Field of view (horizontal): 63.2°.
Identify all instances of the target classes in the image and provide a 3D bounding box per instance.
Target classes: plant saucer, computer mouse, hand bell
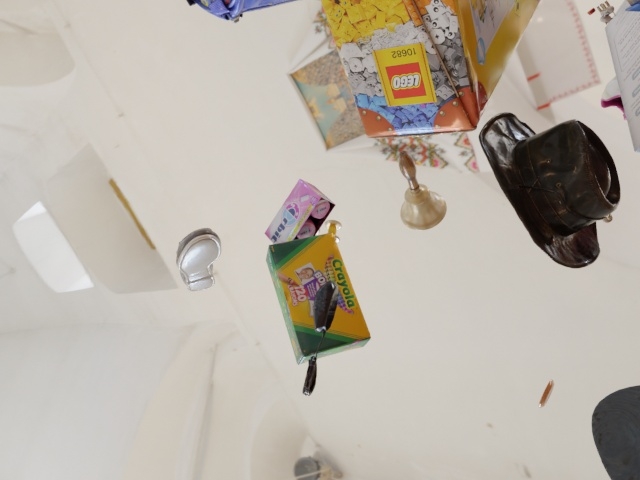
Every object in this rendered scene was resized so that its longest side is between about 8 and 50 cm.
[{"bbox_3d":[0.615,0.417,1.411,0.083,0.013,0.083,-33,-45,-41],"label":"plant saucer"},{"bbox_3d":[-0.009,0.200,1.080,0.071,0.041,0.242,40,-117,-72],"label":"computer mouse"},{"bbox_3d":[0.232,-0.139,1.298,0.242,0.126,0.126,54,-132,-52],"label":"hand bell"}]

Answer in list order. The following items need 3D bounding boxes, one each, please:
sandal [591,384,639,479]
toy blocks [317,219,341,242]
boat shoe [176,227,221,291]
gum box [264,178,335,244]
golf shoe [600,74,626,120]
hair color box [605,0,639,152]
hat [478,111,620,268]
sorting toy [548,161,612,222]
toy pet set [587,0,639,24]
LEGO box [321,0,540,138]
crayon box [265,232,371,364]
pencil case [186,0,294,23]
[{"bbox_3d":[0.438,0.298,0.476,0.107,0.445,0.167,32,-75,-37],"label":"sandal"},{"bbox_3d":[0.000,0.000,1.516,0.123,0.054,0.148,24,-124,-25],"label":"toy blocks"},{"bbox_3d":[-0.323,0.034,1.345,0.112,0.335,0.095,-14,-111,-20],"label":"boat shoe"},{"bbox_3d":[-0.058,-0.050,1.352,0.062,0.107,0.188,21,-73,-45],"label":"gum box"},{"bbox_3d":[0.894,-0.341,1.378,0.140,0.306,0.115,-45,-28,-1],"label":"golf shoe"},{"bbox_3d":[0.708,-0.371,1.050,0.114,0.185,0.374,8,-119,-2],"label":"hair color box"},{"bbox_3d":[0.445,-0.123,0.938,0.331,0.134,0.331,18,-126,-27],"label":"hat"},{"bbox_3d":[0.708,-0.202,1.484,0.229,0.041,0.307,23,-143,-36],"label":"sorting toy"},{"bbox_3d":[0.591,-0.457,0.974,0.122,0.114,0.065,-42,-83,6],"label":"toy pet set"},{"bbox_3d":[0.202,-0.464,0.852,0.500,0.193,0.372,-56,-44,-37],"label":"LEGO box"},{"bbox_3d":[-0.011,0.131,1.217,0.165,0.081,0.278,-12,-115,-18],"label":"crayon box"},{"bbox_3d":[-0.068,-0.427,0.815,0.306,0.119,0.133,-33,-54,-40],"label":"pencil case"}]
